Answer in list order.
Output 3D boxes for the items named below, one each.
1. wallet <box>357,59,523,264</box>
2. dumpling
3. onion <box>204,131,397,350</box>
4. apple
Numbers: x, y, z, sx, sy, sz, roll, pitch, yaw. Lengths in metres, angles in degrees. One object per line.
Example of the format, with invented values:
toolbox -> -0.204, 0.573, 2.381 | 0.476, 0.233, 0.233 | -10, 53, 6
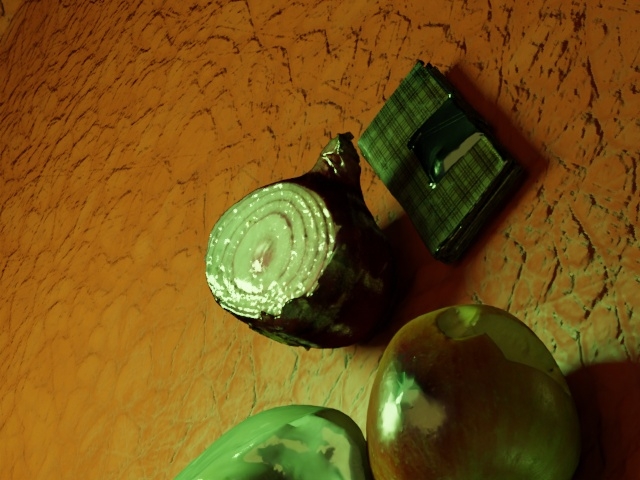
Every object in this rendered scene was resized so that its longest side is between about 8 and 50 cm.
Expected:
wallet -> 0.112, -0.082, 1.449 | 0.124, 0.042, 0.230 | -55, 31, 16
dumpling -> -0.061, 0.268, 1.269 | 0.320, 0.211, 0.270 | 59, -136, -80
onion -> 0.000, 0.000, 1.457 | 0.195, 0.140, 0.218 | 11, 76, 53
apple -> 0.117, 0.139, 1.157 | 0.199, 0.199, 0.199 | -34, 41, 37
